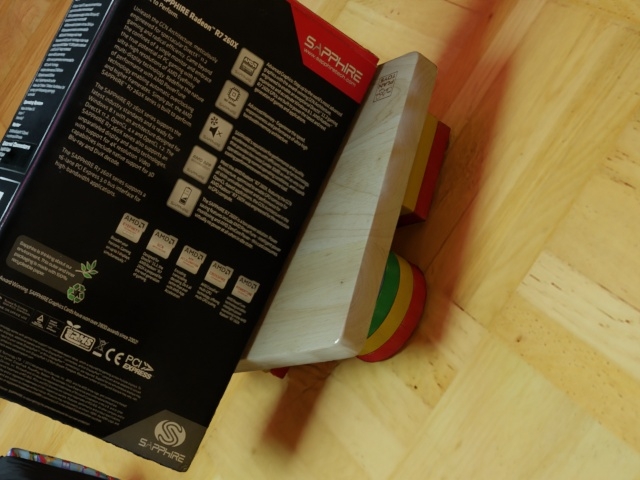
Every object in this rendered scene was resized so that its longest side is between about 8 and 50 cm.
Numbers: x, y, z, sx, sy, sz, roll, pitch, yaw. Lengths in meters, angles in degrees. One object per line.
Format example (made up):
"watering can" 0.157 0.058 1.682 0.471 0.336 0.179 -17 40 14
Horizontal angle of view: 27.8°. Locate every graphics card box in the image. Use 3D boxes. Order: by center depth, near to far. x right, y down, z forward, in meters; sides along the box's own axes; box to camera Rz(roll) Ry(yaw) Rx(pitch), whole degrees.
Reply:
"graphics card box" -0.130 -0.034 0.995 0.094 0.233 0.371 12 75 54

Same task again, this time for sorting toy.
"sorting toy" 0.000 0.000 1.093 0.257 0.089 0.255 -14 53 51

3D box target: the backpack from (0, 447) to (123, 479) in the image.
"backpack" -0.248 0.293 1.159 0.173 0.158 0.117 -71 21 5
